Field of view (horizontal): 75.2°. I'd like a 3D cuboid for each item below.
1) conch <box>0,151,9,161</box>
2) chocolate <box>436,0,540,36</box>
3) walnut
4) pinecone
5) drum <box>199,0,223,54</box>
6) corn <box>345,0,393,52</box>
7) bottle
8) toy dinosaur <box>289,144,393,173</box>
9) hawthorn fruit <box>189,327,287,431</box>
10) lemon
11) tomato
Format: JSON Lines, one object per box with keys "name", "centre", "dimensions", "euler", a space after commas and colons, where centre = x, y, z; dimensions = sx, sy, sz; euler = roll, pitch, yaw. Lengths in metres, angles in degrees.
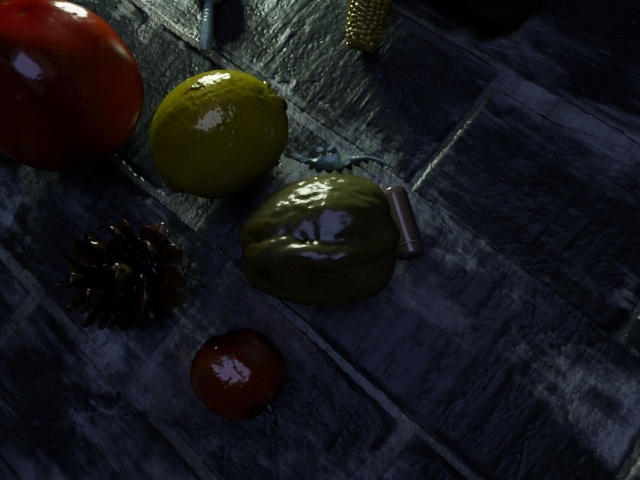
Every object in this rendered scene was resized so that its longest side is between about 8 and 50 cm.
{"name": "conch", "centre": [-0.768, -0.280, 0.949], "dimensions": [0.221, 0.195, 0.277], "euler": [-10, 48, -21]}
{"name": "chocolate", "centre": [0.346, -0.630, 0.759], "dimensions": [0.314, 0.297, 0.326], "euler": [40, 86, 9]}
{"name": "walnut", "centre": [0.000, 0.000, 0.731], "dimensions": [0.283, 0.283, 0.227], "euler": [-4, 109, 8]}
{"name": "pinecone", "centre": [-0.384, 0.072, 0.796], "dimensions": [0.229, 0.201, 0.202], "euler": [-46, 59, 23]}
{"name": "drum", "centre": [-0.280, -0.562, 0.981], "dimensions": [0.130, 0.049, 0.252], "euler": [15, 81, 11]}
{"name": "corn", "centre": [0.118, -0.552, 0.854], "dimensions": [0.102, 0.101, 0.310], "euler": [19, 108, 12]}
{"name": "bottle", "centre": [0.156, -0.034, 0.800], "dimensions": [0.053, 0.053, 0.139], "euler": [-15, 76, 6]}
{"name": "toy dinosaur", "centre": [0.042, -0.158, 0.830], "dimensions": [0.209, 0.082, 0.039], "euler": [5, 83, 8]}
{"name": "hawthorn fruit", "centre": [-0.132, 0.250, 0.736], "dimensions": [0.157, 0.157, 0.194], "euler": [-42, 73, -1]}
{"name": "lemon", "centre": [-0.193, -0.203, 0.803], "dimensions": [0.236, 0.236, 0.263], "euler": [43, 68, 14]}
{"name": "tomato", "centre": [-0.541, -0.312, 0.845], "dimensions": [0.325, 0.289, 0.293], "euler": [26, 57, 10]}
